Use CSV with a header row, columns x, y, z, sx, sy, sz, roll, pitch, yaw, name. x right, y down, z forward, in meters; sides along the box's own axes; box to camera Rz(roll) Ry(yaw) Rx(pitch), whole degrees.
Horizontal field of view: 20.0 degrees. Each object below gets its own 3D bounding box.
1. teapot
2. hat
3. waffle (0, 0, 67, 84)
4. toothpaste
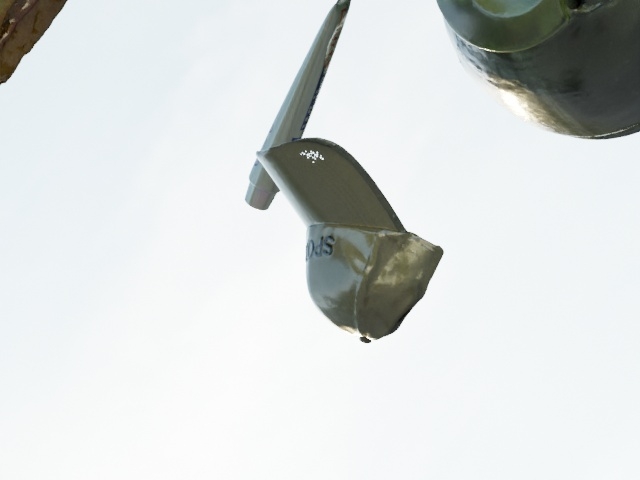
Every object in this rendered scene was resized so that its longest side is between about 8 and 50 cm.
x,y,z,sx,sy,sz,roll,pitch,yaw,name
0.179,-0.245,1.566,0.239,0.321,0.239,-49,-26,17,teapot
0.000,0.000,1.476,0.085,0.175,0.147,-47,12,-27,hat
-0.273,-0.256,1.446,0.327,0.224,0.098,-61,-38,-24,waffle
-0.019,-0.125,1.633,0.218,0.033,0.052,-66,-10,22,toothpaste
